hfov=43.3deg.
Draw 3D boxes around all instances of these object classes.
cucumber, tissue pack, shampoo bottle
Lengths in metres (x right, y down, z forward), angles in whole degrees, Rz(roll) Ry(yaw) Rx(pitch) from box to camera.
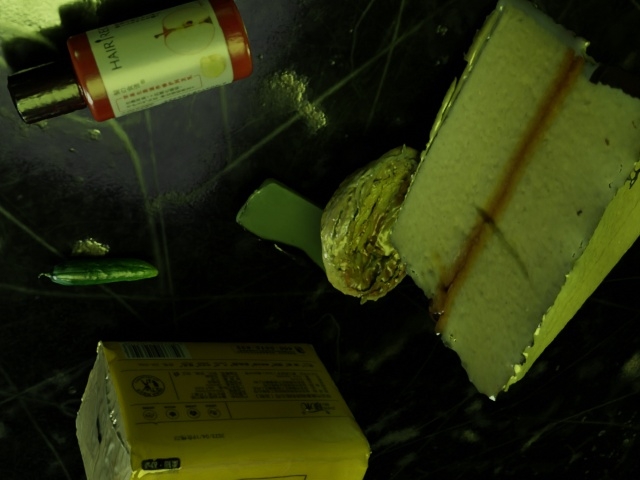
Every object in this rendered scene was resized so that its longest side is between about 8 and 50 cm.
[{"bbox_3d":[-0.317,0.045,1.152,0.167,0.039,0.039,-2,126,-26],"label":"cucumber"},{"bbox_3d":[-0.161,0.313,1.268,0.381,0.293,0.228,4,118,-28],"label":"tissue pack"},{"bbox_3d":[-0.226,-0.205,0.955,0.278,0.104,0.104,-20,131,-11],"label":"shampoo bottle"}]

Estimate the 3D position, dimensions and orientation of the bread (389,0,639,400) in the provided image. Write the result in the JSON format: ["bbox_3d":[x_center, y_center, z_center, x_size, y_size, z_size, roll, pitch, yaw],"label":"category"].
[{"bbox_3d":[0.238,-0.075,1.065,0.405,0.345,0.242,-39,140,-13],"label":"bread"}]

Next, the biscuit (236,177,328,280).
[{"bbox_3d":[0.000,0.000,1.268,0.322,0.038,0.099,30,106,-38],"label":"biscuit"}]

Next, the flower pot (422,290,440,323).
[{"bbox_3d":[0.218,0.079,1.397,0.111,0.089,0.111,-13,129,-17],"label":"flower pot"}]

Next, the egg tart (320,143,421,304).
[{"bbox_3d":[0.082,-0.032,1.224,0.231,0.098,0.252,4,109,-39],"label":"egg tart"}]
